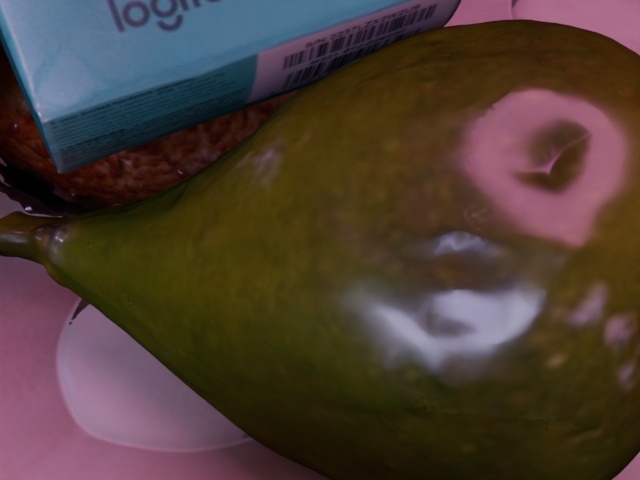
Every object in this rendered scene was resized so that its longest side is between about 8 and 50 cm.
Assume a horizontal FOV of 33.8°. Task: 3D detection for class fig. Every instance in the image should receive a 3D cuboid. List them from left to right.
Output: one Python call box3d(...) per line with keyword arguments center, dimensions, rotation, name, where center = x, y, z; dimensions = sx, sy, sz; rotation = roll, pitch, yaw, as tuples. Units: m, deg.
box3d(center=(0.027, -0.007, 0.502), dimensions=(0.314, 0.233, 0.233), rotation=(26, 45, 30), name="fig")

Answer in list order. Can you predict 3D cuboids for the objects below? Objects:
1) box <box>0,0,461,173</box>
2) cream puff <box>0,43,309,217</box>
box3d(center=(-0.086, -0.211, 0.487), dimensions=(0.205, 0.118, 0.311), rotation=(-20, 88, -14), name="box")
box3d(center=(-0.097, -0.187, 0.661), dimensions=(0.351, 0.228, 0.350), rotation=(1, 56, -2), name="cream puff")
